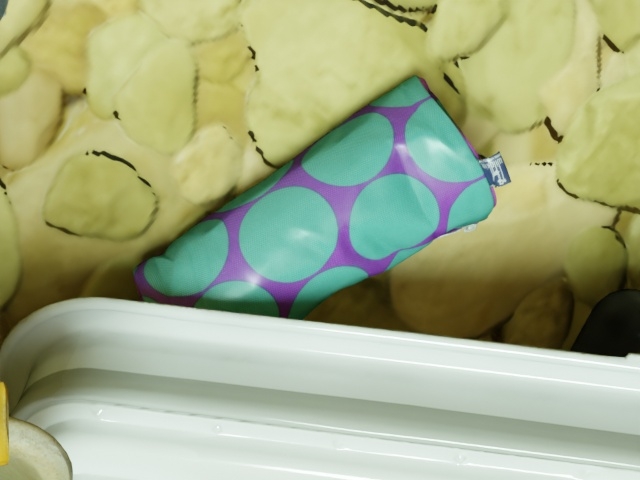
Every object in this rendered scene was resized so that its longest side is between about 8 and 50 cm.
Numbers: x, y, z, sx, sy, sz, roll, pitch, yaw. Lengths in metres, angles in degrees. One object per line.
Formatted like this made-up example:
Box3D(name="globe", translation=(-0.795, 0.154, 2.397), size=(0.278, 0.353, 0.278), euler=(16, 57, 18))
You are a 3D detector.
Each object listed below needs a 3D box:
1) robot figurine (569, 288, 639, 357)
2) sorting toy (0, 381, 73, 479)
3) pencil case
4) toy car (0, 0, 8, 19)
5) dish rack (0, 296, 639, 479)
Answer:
Box3D(name="robot figurine", translation=(0.214, 0.110, 0.698), size=(0.209, 0.174, 0.278), euler=(-2, 121, -55))
Box3D(name="sorting toy", translation=(-0.195, 0.079, 0.442), size=(0.229, 0.307, 0.041), euler=(0, 79, -22))
Box3D(name="pencil case", translation=(0.000, 0.000, 0.606), size=(0.152, 0.064, 0.070), euler=(-33, 108, -4))
Box3D(name="toy car", translation=(-0.186, -0.067, 0.474), size=(0.188, 0.149, 0.155), euler=(-46, 140, -28))
Box3D(name="dish rack", translation=(0.028, 0.166, 0.599), size=(0.333, 0.072, 0.285), euler=(7, 126, 7))
